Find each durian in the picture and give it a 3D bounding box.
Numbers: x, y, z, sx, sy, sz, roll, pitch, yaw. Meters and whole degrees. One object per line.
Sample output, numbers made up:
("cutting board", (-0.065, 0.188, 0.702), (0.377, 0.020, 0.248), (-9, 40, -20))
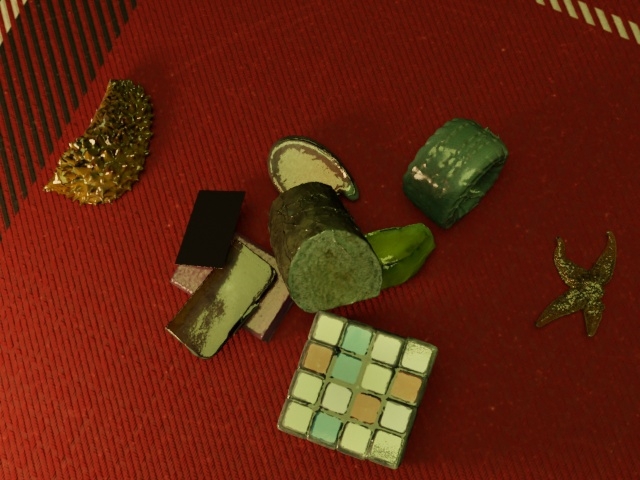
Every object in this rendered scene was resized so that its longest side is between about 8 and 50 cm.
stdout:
("durian", (0.134, 0.043, 1.886), (0.250, 0.101, 0.139), (-23, 40, 2))
("durian", (-0.499, -0.228, 2.005), (0.191, 0.112, 0.341), (29, 81, 13))

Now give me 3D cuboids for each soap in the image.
("soap", (-0.182, 0.089, 1.919), (0.259, 0.081, 0.181), (32, 84, 12))

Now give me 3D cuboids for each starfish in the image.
("starfish", (0.558, 0.088, 1.853), (0.138, 0.050, 0.247), (15, 74, 10))

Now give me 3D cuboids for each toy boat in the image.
("toy boat", (-0.024, -0.144, 1.960), (0.227, 0.085, 0.155), (43, 95, 1))

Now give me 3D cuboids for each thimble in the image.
("thimble", (0.293, -0.152, 1.850), (0.143, 0.198, 0.235), (44, 104, 17))

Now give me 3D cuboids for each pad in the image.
("pad", (-0.245, -0.028, 1.901), (0.127, 0.004, 0.190), (4, 67, 26))

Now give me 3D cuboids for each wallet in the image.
("wallet", (-0.211, 0.134, 1.856), (0.137, 0.031, 0.255), (38, 87, 10))

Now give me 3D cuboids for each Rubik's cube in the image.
("Rubik's cube", (0.083, 0.306, 1.755), (0.253, 0.259, 0.256), (18, 82, 11))

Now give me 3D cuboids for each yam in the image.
("yam", (-0.004, -0.003, 1.798), (0.203, 0.271, 0.201), (-16, 118, -5))
